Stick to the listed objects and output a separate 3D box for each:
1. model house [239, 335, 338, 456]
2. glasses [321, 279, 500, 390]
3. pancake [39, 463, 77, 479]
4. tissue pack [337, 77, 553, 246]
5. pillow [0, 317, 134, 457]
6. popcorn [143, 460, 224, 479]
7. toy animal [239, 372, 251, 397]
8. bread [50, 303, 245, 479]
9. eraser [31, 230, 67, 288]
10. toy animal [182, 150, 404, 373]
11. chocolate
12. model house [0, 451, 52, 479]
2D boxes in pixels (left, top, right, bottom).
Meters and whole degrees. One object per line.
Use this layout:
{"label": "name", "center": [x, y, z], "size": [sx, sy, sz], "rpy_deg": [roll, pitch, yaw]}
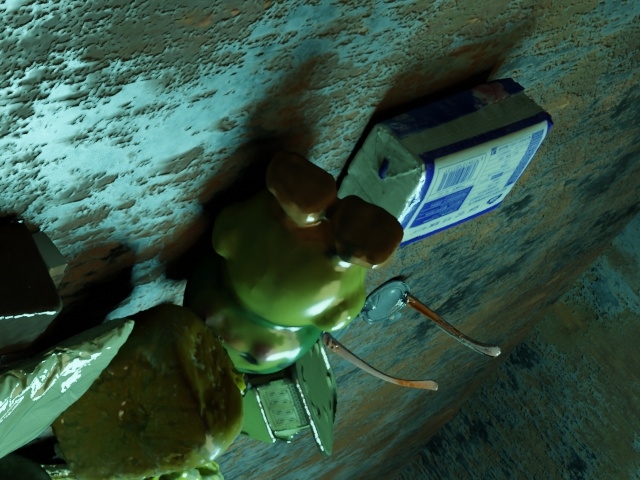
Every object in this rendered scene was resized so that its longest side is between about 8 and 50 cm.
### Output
{"label": "model house", "center": [-0.130, 0.246, 2.059], "size": [0.278, 0.218, 0.205], "rpy_deg": [-11, -152, 11]}
{"label": "glasses", "center": [0.151, 0.193, 2.235], "size": [0.234, 0.268, 0.118], "rpy_deg": [-20, 135, -41]}
{"label": "pancake", "center": [-0.337, 0.353, 1.850], "size": [0.244, 0.057, 0.266], "rpy_deg": [-9, 166, 8]}
{"label": "tissue pack", "center": [0.169, -0.111, 1.772], "size": [0.269, 0.137, 0.209], "rpy_deg": [-22, 155, -35]}
{"label": "pillow", "center": [-0.356, 0.192, 1.337], "size": [0.281, 0.076, 0.274], "rpy_deg": [-22, 166, -46]}
{"label": "popcorn", "center": [-0.257, 0.436, 2.162], "size": [0.187, 0.167, 0.185], "rpy_deg": [-12, 146, -49]}
{"label": "toy animal", "center": [-0.200, 0.272, 1.920], "size": [0.166, 0.138, 0.179], "rpy_deg": [4, 146, -12]}
{"label": "bread", "center": [-0.225, 0.189, 1.572], "size": [0.246, 0.195, 0.176], "rpy_deg": [-18, -168, 23]}
{"label": "eraser", "center": [-0.312, 0.048, 1.348], "size": [0.029, 0.052, 0.122], "rpy_deg": [-21, 153, -46]}
{"label": "toy animal", "center": [-0.045, 0.032, 1.604], "size": [0.338, 0.216, 0.191], "rpy_deg": [-53, -176, 41]}
{"label": "chocolate", "center": [-0.379, 0.059, 1.157], "size": [0.112, 0.112, 0.321], "rpy_deg": [-47, 160, 26]}
{"label": "model house", "center": [-0.489, 0.453, 1.573], "size": [0.360, 0.297, 0.339], "rpy_deg": [-28, 174, -24]}
